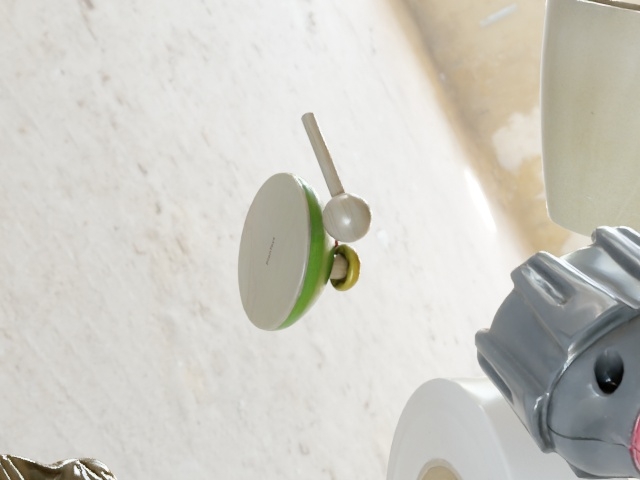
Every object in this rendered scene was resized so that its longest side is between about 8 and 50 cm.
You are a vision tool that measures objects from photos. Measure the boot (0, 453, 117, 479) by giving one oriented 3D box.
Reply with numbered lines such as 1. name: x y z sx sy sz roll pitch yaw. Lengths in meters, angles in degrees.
1. boot: -0.322 0.292 0.943 0.077 0.165 0.213 53 16 27

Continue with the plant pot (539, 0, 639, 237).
1. plant pot: 0.376 -0.145 1.153 0.256 0.256 0.274 -41 142 -66

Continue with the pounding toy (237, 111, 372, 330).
1. pounding toy: 0.000 0.000 1.080 0.110 0.237 0.183 8 44 -28

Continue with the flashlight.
1. flashlight: 0.133 0.093 0.246 0.103 0.103 0.304 30 12 -27

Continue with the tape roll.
1. tape roll: 0.146 0.255 0.782 0.100 0.286 0.286 0 59 -17
